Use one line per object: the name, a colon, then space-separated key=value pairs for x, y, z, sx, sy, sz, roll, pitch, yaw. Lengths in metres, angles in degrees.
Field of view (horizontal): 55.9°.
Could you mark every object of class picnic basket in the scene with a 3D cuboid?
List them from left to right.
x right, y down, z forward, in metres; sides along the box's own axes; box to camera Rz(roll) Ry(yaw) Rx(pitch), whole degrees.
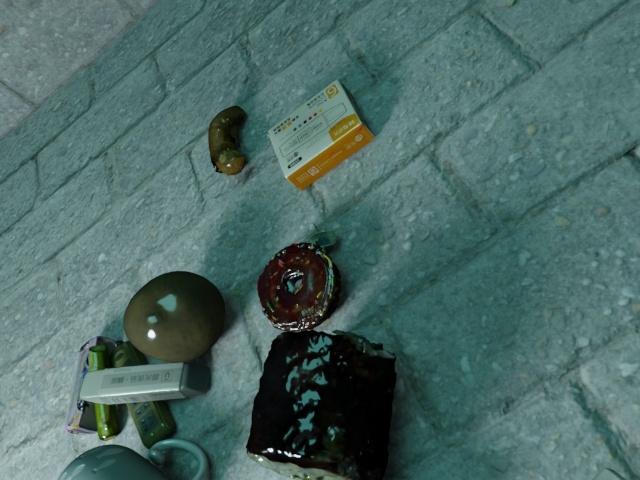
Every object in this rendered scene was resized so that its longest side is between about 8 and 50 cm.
picnic basket: x=0.000 y=0.000 z=1.571 sx=0.083 sy=0.083 sz=0.065 roll=-20 pitch=50 yaw=20

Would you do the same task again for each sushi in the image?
sushi: x=0.008 y=0.344 z=1.232 sx=0.281 sy=0.299 sz=0.294 roll=7 pitch=66 yaw=20

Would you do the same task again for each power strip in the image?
power strip: x=-0.514 y=0.411 z=1.695 sx=0.092 sy=0.066 sz=0.387 roll=-44 pitch=49 yaw=2

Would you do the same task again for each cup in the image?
cup: x=-0.444 y=0.610 z=1.442 sx=0.274 sy=0.259 sz=0.357 roll=18 pitch=45 yaw=39

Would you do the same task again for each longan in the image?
longan: x=-0.380 y=0.202 z=1.595 sx=0.258 sy=0.258 sz=0.258 roll=-16 pitch=57 yaw=26

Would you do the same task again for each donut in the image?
donut: x=-0.046 y=0.118 z=1.515 sx=0.235 sy=0.089 sz=0.235 roll=-11 pitch=69 yaw=30

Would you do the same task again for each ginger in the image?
ginger: x=-0.300 y=-0.315 z=1.935 sx=0.133 sy=0.107 sz=0.309 roll=-40 pitch=44 yaw=27

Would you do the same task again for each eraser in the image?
eraser: x=-0.471 y=0.384 z=1.619 sx=0.352 sy=0.061 sz=0.089 roll=-8 pitch=48 yaw=10

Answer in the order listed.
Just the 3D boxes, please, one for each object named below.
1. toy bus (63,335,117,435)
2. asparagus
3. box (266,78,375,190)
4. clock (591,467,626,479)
toy bus: x=-0.679 y=0.427 z=1.781 sx=0.112 sy=0.090 sz=0.274 roll=-21 pitch=53 yaw=34
asparagus: x=-0.617 y=0.425 z=1.712 sx=0.060 sy=0.067 sz=0.277 roll=-25 pitch=72 yaw=31
box: x=-0.003 y=-0.306 z=1.737 sx=0.274 sy=0.091 sz=0.221 roll=-35 pitch=51 yaw=13
clock: x=0.495 y=0.448 z=0.891 sx=0.083 sy=0.230 sz=0.230 roll=-45 pitch=49 yaw=-1
